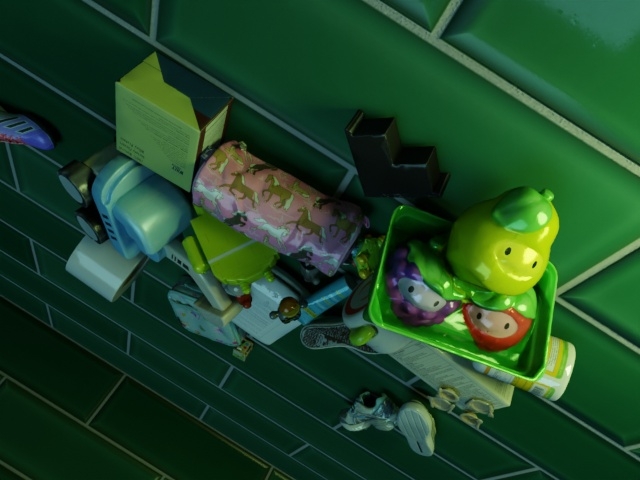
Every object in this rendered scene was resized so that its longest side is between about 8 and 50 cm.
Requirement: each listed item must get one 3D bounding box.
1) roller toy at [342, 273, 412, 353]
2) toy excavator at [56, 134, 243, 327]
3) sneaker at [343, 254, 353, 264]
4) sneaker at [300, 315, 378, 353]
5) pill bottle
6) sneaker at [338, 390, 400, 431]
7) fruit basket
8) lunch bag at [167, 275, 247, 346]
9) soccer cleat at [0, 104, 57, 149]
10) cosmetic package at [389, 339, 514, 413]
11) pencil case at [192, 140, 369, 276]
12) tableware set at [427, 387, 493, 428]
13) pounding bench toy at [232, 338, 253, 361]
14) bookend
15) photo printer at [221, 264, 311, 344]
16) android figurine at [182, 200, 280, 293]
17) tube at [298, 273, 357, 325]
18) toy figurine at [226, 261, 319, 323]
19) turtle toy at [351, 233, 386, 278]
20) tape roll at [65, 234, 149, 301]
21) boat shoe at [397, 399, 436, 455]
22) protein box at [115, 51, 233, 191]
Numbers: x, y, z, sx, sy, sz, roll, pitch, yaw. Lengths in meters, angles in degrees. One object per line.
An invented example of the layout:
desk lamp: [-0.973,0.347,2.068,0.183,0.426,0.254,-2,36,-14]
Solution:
roller toy: [0.163,0.161,1.201,0.146,0.191,0.209,42,103,-12]
toy excavator: [-0.400,-0.004,1.306,0.445,0.222,0.433,34,147,20]
sneaker: [0.000,0.000,1.244,0.190,0.071,0.083,37,150,6]
sneaker: [0.096,0.252,1.449,0.289,0.123,0.106,1,97,12]
pill bottle: [0.430,0.254,1.161,0.245,0.136,0.136,20,141,15]
sneaker: [0.157,0.580,1.769,0.283,0.110,0.122,-25,98,45]
fruit basket: [0.288,0.073,0.939,0.391,0.283,0.392,15,160,6]
lunch bag: [-0.384,0.238,1.733,0.279,0.108,0.224,14,140,22]
soccer cleat: [-0.913,-0.322,1.468,0.318,0.116,0.109,25,142,9]
cosmetic package: [0.331,0.307,1.310,0.309,0.113,0.160,39,143,-8]
pencil case: [-0.089,-0.073,1.127,0.386,0.160,0.167,29,130,1]
tableware set: [0.362,0.433,1.324,0.168,0.020,0.141,20,143,17]
pounding bench toy: [-0.282,0.390,1.868,0.052,0.065,0.083,27,143,8]
bookend: [0.145,-0.162,0.947,0.156,0.072,0.157,3,134,31]
photo printer: [-0.169,0.175,1.514,0.256,0.107,0.307,37,142,-8]
android figurine: [-0.200,-0.005,1.217,0.273,0.248,0.056,60,172,18]
tube: [0.003,0.160,1.362,0.207,0.052,0.080,-35,112,27]
toy figurine: [-0.112,0.091,1.291,0.209,0.213,0.148,25,159,8]
turtle toy: [0.110,0.040,1.193,0.066,0.095,0.130,31,149,35]
tape roll: [-0.640,0.047,1.587,0.169,0.246,0.246,37,143,-8]
boat shoe: [0.317,0.590,1.650,0.109,0.094,0.302,4,136,23]
protein box: [-0.323,-0.255,1.116,0.199,0.136,0.201,31,142,0]
